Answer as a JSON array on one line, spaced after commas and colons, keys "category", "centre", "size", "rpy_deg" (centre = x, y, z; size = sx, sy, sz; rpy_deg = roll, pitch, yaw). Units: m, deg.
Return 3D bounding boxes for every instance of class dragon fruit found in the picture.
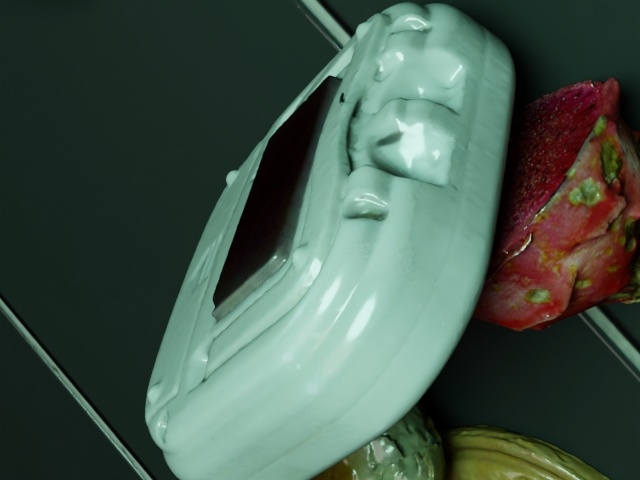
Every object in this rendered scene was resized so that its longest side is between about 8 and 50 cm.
[{"category": "dragon fruit", "centre": [0.127, 0.005, 0.604], "size": [0.111, 0.153, 0.153], "rpy_deg": [40, 136, -10]}]

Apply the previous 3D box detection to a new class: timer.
[{"category": "timer", "centre": [0.000, 0.000, 0.612], "size": [0.087, 0.262, 0.237], "rpy_deg": [29, 138, -16]}]

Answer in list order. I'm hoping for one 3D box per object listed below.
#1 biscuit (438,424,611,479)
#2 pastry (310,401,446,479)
[{"category": "biscuit", "centre": [0.116, 0.192, 0.785], "size": [0.220, 0.029, 0.142], "rpy_deg": [-19, 101, 44]}, {"category": "pastry", "centre": [0.024, 0.143, 0.770], "size": [0.153, 0.081, 0.153], "rpy_deg": [10, 102, 55]}]
